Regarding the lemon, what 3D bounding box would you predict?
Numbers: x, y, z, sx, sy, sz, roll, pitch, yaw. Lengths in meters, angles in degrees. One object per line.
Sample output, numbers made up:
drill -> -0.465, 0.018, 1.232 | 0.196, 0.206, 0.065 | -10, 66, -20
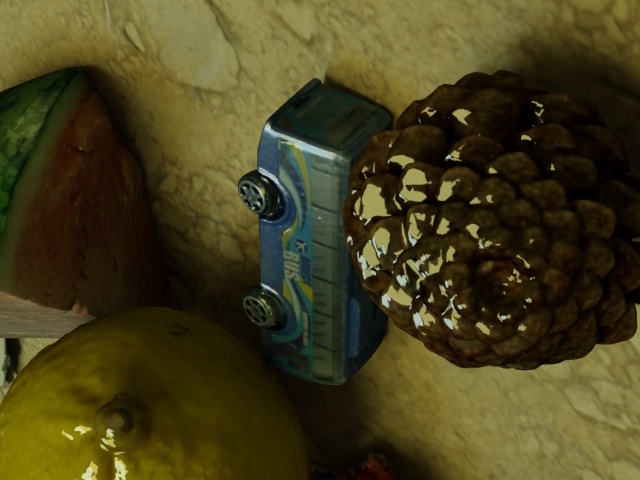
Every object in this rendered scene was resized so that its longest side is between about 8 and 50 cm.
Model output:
lemon -> -0.133, 0.186, 1.449 | 0.268, 0.268, 0.322 | 51, 171, 4

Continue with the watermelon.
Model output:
watermelon -> -0.267, -0.028, 1.566 | 0.292, 0.319, 0.222 | 0, 82, 35

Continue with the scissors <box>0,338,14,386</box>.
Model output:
scissors -> -0.315, 0.064, 1.796 | 0.101, 0.027, 0.204 | 33, 138, 28

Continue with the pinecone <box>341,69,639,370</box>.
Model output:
pinecone -> 0.109, -0.010, 1.129 | 0.179, 0.204, 0.184 | -30, 95, 12

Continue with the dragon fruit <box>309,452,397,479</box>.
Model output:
dragon fruit -> 0.033, 0.276, 1.516 | 0.126, 0.161, 0.274 | 21, 132, -12

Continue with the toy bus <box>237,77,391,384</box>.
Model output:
toy bus -> 0.000, 0.002, 1.341 | 0.094, 0.079, 0.236 | 27, 137, 29
